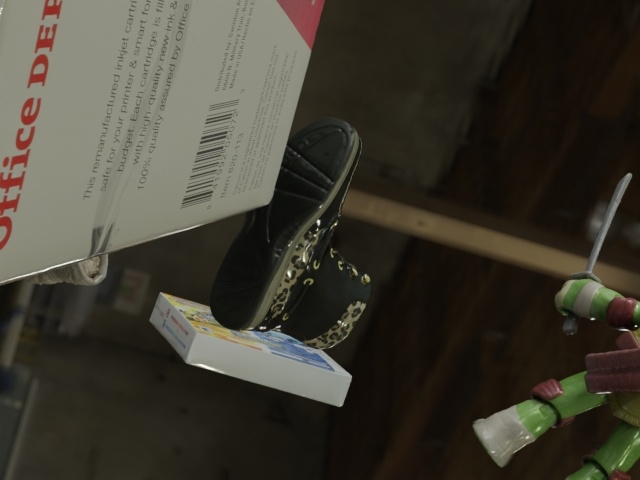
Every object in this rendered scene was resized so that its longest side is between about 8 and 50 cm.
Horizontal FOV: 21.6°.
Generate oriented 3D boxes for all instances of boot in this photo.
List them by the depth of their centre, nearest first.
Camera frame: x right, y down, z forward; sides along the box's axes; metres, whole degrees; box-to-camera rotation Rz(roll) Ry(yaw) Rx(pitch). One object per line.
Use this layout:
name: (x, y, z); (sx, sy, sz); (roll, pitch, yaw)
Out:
boot: (-0.002, 0.000, 1.725); (0.178, 0.085, 0.236); (26, 94, -55)

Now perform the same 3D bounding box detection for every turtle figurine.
turtle figurine: (0.280, 0.132, 1.518); (0.266, 0.198, 0.275); (-39, -151, 6)

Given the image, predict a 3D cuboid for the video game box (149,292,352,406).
video game box: (-0.086, 0.130, 2.013); (0.187, 0.205, 0.048); (28, -81, 67)

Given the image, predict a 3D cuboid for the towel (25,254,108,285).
towel: (-0.310, -0.088, 1.830); (0.187, 0.049, 0.282); (-2, -77, 60)

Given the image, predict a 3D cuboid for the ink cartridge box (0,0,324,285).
ink cartridge box: (-0.118, -0.107, 0.852); (0.283, 0.117, 0.207); (-19, 130, -57)
